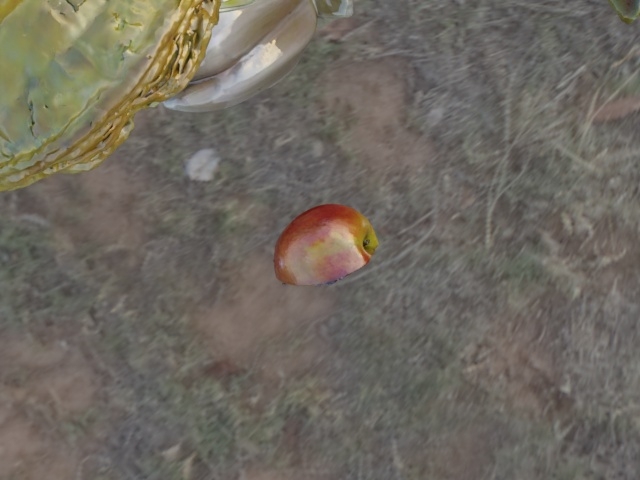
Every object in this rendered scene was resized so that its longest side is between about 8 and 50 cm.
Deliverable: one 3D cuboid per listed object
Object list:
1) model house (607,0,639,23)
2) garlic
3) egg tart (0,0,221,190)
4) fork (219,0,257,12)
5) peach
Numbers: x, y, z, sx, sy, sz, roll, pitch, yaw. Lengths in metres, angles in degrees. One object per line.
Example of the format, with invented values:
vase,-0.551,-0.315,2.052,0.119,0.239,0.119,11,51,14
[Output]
model house,0.385,-0.427,1.542,0.173,0.239,0.268,-39,96,-22
garlic,-0.115,-0.311,1.688,0.132,0.325,0.279,5,116,52
egg tart,-0.149,-0.123,0.734,0.212,0.213,0.090,-29,131,19
fork,-0.023,-0.179,0.879,0.028,0.219,0.034,-9,105,35
peach,0.001,0.000,1.181,0.098,0.098,0.061,-13,109,17
